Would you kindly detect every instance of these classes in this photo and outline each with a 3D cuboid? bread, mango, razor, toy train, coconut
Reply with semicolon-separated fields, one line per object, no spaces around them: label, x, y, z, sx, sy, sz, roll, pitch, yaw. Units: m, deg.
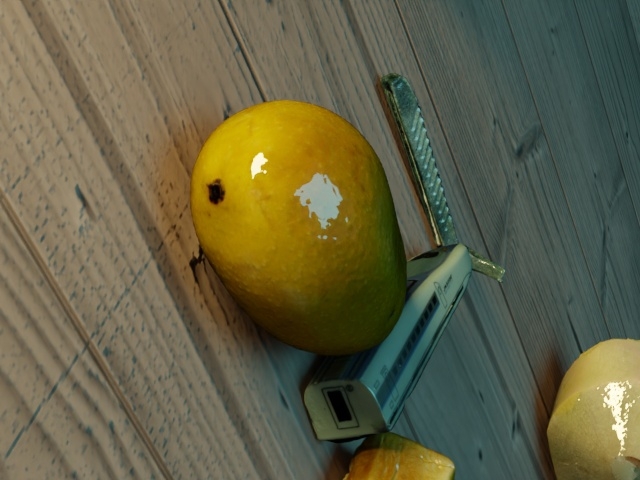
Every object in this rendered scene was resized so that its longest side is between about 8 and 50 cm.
bread;0.042;0.182;0.853;0.053;0.074;0.132;115;-7;-46
mango;0.000;0.000;0.798;0.227;0.099;0.136;45;37;-65
razor;0.086;-0.045;1.061;0.066;0.033;0.190;37;-23;58
toy train;0.055;0.049;0.947;0.048;0.055;0.252;64;30;-17
coconut;0.290;0.179;1.299;0.152;0.147;0.147;-60;136;-62
